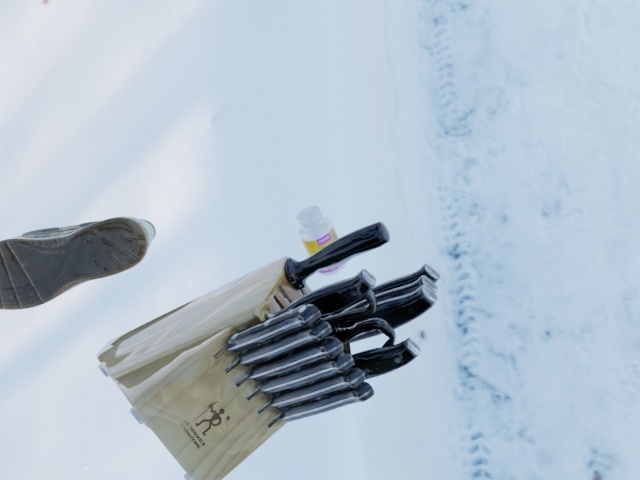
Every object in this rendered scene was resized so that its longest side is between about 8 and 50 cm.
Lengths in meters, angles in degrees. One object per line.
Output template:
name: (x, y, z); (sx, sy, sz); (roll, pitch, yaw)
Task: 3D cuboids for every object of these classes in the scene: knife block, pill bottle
knife block: (-0.045, 0.075, 0.580); (0.242, 0.088, 0.276); (-38, 17, -19)
pill bottle: (0.000, 0.000, 0.861); (0.044, 0.083, 0.043); (-18, 30, 11)

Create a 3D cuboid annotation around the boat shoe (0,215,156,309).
boat shoe: (-0.381, 0.031, 1.032); (0.286, 0.089, 0.104); (-12, 99, 2)
